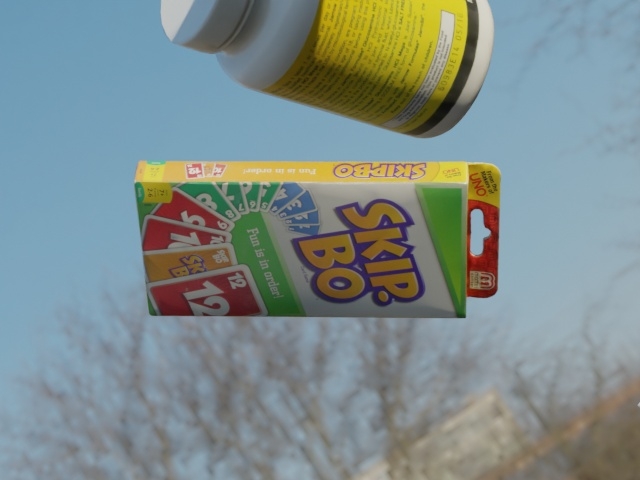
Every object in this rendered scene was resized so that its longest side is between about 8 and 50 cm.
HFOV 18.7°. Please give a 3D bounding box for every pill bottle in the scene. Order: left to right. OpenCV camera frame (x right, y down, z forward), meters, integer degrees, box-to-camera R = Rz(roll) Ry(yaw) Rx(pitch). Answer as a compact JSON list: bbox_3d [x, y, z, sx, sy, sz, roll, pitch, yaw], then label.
[{"bbox_3d":[0.006,-0.236,2.097,0.334,0.188,0.188,14,-40,-31],"label":"pill bottle"}]

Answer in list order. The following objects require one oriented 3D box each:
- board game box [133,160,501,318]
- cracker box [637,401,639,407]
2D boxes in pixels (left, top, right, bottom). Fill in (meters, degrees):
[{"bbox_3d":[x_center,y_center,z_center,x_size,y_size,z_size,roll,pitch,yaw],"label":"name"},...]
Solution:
[{"bbox_3d":[0.000,0.000,1.407,0.259,0.039,0.124,-1,-53,2],"label":"board game box"},{"bbox_3d":[0.474,0.200,2.060,0.155,0.232,0.067,-51,-23,19],"label":"cracker box"}]
